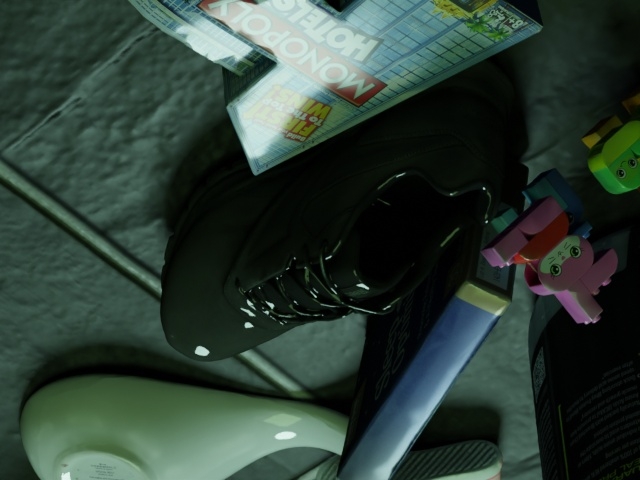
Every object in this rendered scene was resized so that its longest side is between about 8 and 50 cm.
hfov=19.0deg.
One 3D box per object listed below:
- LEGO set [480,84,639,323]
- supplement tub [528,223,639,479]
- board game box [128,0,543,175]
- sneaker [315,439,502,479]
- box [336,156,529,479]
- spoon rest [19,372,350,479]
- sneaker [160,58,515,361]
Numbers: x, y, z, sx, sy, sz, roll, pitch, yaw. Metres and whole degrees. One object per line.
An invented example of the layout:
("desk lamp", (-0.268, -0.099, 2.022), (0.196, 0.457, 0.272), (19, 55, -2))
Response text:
("LEGO set", (0.190, -0.026, 1.116), (0.093, 0.227, 0.087), (51, 162, -6))
("supplement tub", (0.233, 0.153, 1.172), (0.193, 0.316, 0.193), (1, 132, 1))
("board game box", (-0.012, -0.127, 1.080), (0.194, 0.060, 0.194), (27, 129, -35))
("sneaker", (0.066, 0.186, 1.379), (0.134, 0.051, 0.070), (-7, 126, 1))
("box", (0.063, 0.065, 1.212), (0.036, 0.136, 0.225), (23, 128, -7))
("spoon rest", (-0.079, 0.151, 1.345), (0.276, 0.084, 0.137), (6, 132, 13))
("sneaker", (0.000, 0.000, 1.163), (0.109, 0.130, 0.286), (32, 126, -27))
